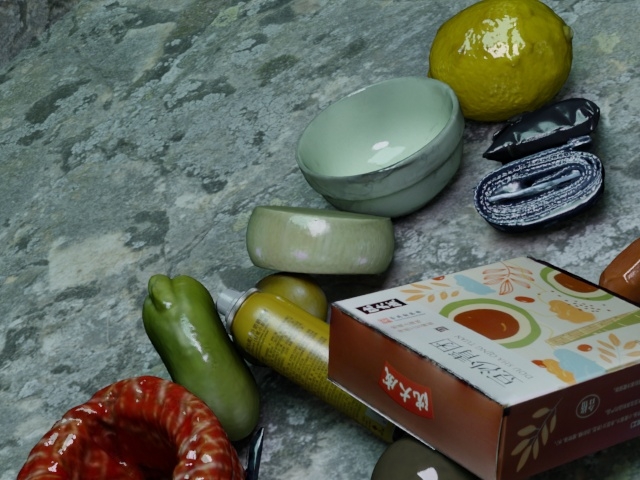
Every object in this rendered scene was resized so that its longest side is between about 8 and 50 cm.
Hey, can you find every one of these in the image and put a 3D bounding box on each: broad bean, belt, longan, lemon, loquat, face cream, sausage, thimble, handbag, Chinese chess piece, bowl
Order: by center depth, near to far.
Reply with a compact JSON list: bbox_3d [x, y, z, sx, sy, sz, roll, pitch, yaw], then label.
[{"bbox_3d":[0.153,0.349,1.676,0.197,0.196,0.220,-13,39,17],"label":"longan"},{"bbox_3d":[-0.262,0.386,1.847,0.350,0.230,0.350,-15,37,12],"label":"thimble"},{"bbox_3d":[0.489,0.042,1.938,0.179,0.089,0.089,-38,37,0],"label":"sausage"},{"bbox_3d":[-0.011,0.173,1.945,0.349,0.105,0.105,30,60,20],"label":"face cream"},{"bbox_3d":[-0.186,0.183,2.022,0.119,0.238,0.291,-28,70,-9],"label":"broad bean"},{"bbox_3d":[-0.064,0.125,2.114,0.152,0.152,0.195,1,46,32],"label":"loquat"},{"bbox_3d":[0.366,-0.081,2.135,0.218,0.128,0.122,-17,80,10],"label":"belt"},{"bbox_3d":[0.000,0.000,2.164,0.250,0.101,0.250,4,4,0],"label":"Chinese chess piece"},{"bbox_3d":[0.380,-0.187,2.216,0.211,0.088,0.254,-22,2,13],"label":"handbag"},{"bbox_3d":[0.122,-0.152,2.323,0.307,0.163,0.307,-17,37,13],"label":"bowl"},{"bbox_3d":[0.328,-0.333,2.369,0.288,0.233,0.233,-12,39,26],"label":"lemon"}]

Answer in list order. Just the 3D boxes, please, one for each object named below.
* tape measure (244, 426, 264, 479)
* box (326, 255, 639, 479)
[{"bbox_3d":[-0.027,0.428,1.694,0.215,0.098,0.351,4,64,18],"label":"tape measure"},{"bbox_3d":[0.264,0.160,1.756,0.385,0.122,0.344,-12,26,-35],"label":"box"}]
